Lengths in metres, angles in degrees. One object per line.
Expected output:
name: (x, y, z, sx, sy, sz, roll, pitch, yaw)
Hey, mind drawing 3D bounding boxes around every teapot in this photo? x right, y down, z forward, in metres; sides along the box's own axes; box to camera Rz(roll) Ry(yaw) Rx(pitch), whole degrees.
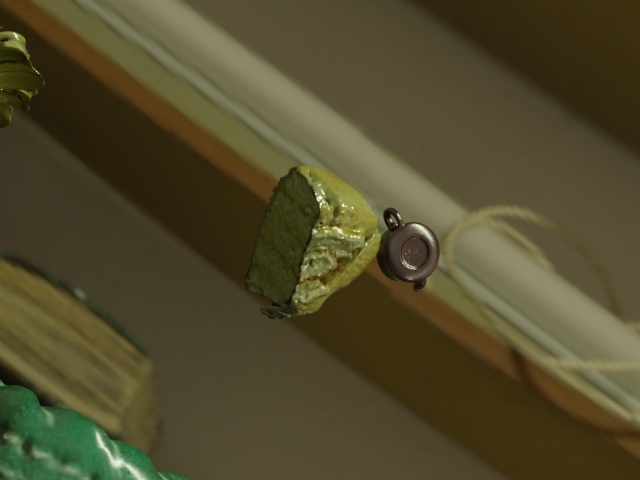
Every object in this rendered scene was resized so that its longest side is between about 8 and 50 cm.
teapot: (0.092, 0.010, 1.748, 0.045, 0.068, 0.100, -6, -71, 64)

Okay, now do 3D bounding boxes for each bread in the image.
bread: (-0.001, 0.004, 1.614, 0.110, 0.156, 0.103, -2, 38, -39)

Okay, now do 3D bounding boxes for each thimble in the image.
thimble: (-0.214, 0.237, 1.315, 0.254, 0.167, 0.288, 20, -16, 35)

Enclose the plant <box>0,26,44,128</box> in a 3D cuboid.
plant: (-0.498, -0.170, 1.902, 0.306, 0.297, 0.261, 9, 9, -36)
